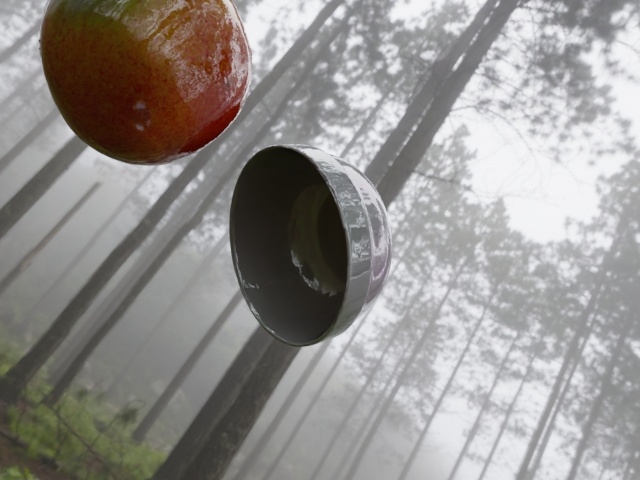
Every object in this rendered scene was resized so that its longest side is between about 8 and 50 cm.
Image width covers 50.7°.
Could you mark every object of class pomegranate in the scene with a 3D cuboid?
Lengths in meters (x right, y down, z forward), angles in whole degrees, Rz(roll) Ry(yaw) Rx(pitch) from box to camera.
[{"bbox_3d":[-0.180,-0.203,0.689,0.221,0.221,0.256,18,-38,29],"label":"pomegranate"}]

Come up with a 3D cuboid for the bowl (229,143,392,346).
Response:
[{"bbox_3d":[0.000,0.000,0.981,0.287,0.144,0.286,17,-69,50],"label":"bowl"}]
